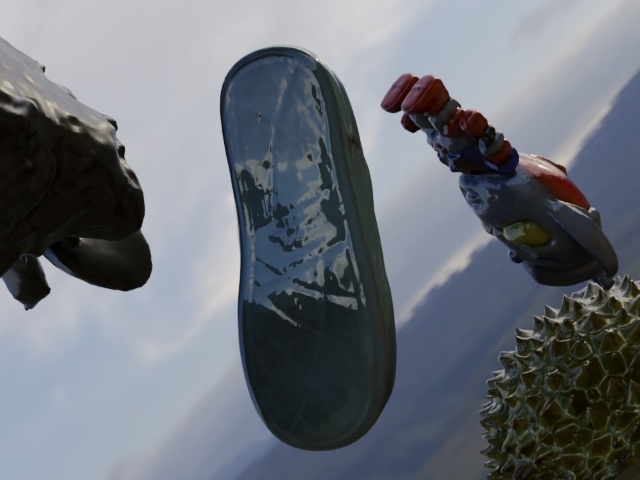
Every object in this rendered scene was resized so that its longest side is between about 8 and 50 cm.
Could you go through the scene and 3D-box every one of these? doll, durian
[{"bbox_3d":[0.116,-0.030,0.977,0.104,0.195,0.062,-10,45,53],"label":"doll"},{"bbox_3d":[0.207,0.090,1.075,0.237,0.137,0.193,-19,-29,-28],"label":"durian"}]

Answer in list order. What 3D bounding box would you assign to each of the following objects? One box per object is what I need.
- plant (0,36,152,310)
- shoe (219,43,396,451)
[{"bbox_3d":[-0.229,-0.031,0.944,0.188,0.199,0.276,-54,-26,4],"label":"plant"},{"bbox_3d":[0.000,0.000,0.788,0.079,0.195,0.078,-6,10,22],"label":"shoe"}]
